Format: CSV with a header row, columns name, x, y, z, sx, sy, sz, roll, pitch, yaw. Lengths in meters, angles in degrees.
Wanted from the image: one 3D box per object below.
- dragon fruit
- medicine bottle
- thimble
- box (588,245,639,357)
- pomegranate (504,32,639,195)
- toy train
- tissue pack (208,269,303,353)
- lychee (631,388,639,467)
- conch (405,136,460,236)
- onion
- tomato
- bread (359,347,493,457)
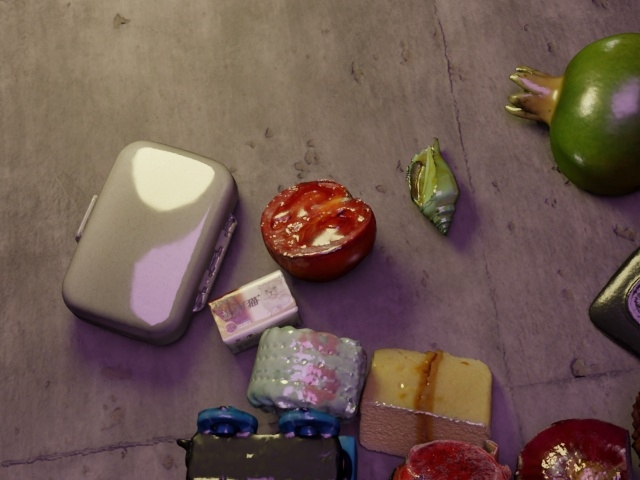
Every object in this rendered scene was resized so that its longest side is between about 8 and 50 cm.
name,x,y,z,sx,sy,sz,roll,pitch,yaw
dragon fruit,0.230,0.421,1.705,0.282,0.211,0.147,27,109,46
medicine bottle,-0.324,0.000,1.961,0.282,0.123,0.375,17,75,11
thimble,-0.016,0.243,1.818,0.211,0.185,0.149,1,69,31
box,0.619,0.122,1.858,0.212,0.042,0.201,38,95,24
pomegranate,0.529,-0.261,1.930,0.358,0.216,0.310,17,77,11
toy train,-0.091,0.399,1.739,0.300,0.265,0.188,0,61,6
tissue pack,-0.120,0.133,1.910,0.148,0.106,0.099,-23,71,-4
lychee,0.668,0.312,1.682,0.306,0.330,0.306,-4,84,40
conch,0.218,-0.101,1.978,0.095,0.079,0.201,-25,54,10
onion,0.426,0.402,1.728,0.207,0.216,0.206,-5,66,11
tomato,0.000,0.000,1.929,0.200,0.139,0.233,-26,37,-11
bread,0.200,0.299,1.873,0.240,0.135,0.178,10,39,8
